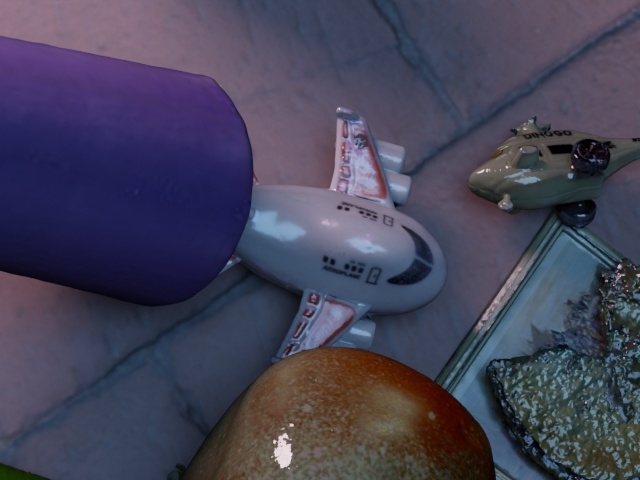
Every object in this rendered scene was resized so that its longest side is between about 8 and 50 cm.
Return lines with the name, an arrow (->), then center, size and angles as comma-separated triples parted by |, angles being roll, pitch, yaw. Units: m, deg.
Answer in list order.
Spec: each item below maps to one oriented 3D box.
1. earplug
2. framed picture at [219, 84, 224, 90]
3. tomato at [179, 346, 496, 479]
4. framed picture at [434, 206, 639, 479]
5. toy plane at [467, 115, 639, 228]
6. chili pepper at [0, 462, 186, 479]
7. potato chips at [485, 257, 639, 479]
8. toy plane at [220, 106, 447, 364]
earplug -> -0.279, -0.077, 1.609 | 0.456, 0.215, 0.215 | 12, 73, -48
framed picture -> -0.121, -0.103, 1.870 | 0.089, 0.006, 0.066 | -23, 85, -16
tomato -> 0.001, 0.239, 1.684 | 0.239, 0.303, 0.303 | 35, 73, -3
framed picture -> 0.240, 0.131, 1.897 | 0.217, 0.017, 0.274 | 35, 74, -3
toy plane -> 0.275, -0.084, 1.917 | 0.286, 0.092, 0.108 | -10, 48, -13
chili pepper -> -0.288, 0.208, 1.738 | 0.359, 0.085, 0.076 | 15, 119, -15
potato chips -> 0.274, 0.131, 1.885 | 0.202, 0.029, 0.220 | 39, 76, -3
toy plane -> -0.001, 0.001, 1.820 | 0.252, 0.118, 0.252 | 2, 80, -14
